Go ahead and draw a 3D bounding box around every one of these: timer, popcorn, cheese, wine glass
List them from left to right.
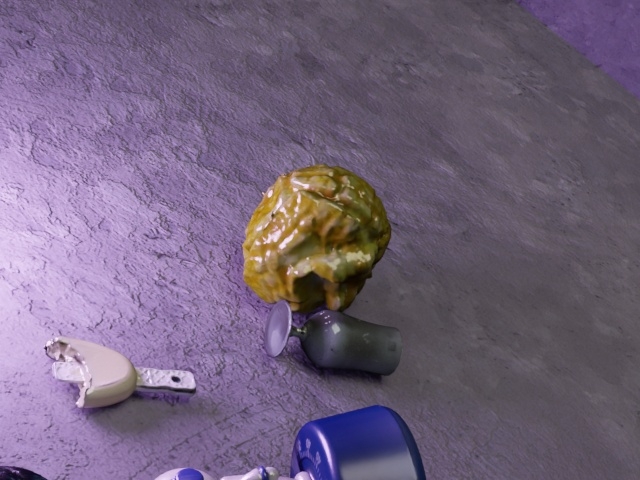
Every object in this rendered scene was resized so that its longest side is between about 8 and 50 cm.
[{"bbox_3d":[-0.304,0.210,1.863,0.235,0.050,0.127,9,36,-28],"label":"cheese"},{"bbox_3d":[-0.066,0.379,1.678,0.383,0.270,0.270,-3,44,-18],"label":"timer"},{"bbox_3d":[-0.004,-0.008,2.156,0.247,0.282,0.282,25,35,-4],"label":"popcorn"},{"bbox_3d":[0.026,0.174,2.095,0.231,0.103,0.103,15,37,-25],"label":"wine glass"}]

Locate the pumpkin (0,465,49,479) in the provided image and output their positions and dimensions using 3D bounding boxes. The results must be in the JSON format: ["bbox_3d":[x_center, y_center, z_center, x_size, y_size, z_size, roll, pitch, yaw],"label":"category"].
[{"bbox_3d":[-0.369,0.419,1.396,0.315,0.238,0.315,36,26,-20],"label":"pumpkin"}]
